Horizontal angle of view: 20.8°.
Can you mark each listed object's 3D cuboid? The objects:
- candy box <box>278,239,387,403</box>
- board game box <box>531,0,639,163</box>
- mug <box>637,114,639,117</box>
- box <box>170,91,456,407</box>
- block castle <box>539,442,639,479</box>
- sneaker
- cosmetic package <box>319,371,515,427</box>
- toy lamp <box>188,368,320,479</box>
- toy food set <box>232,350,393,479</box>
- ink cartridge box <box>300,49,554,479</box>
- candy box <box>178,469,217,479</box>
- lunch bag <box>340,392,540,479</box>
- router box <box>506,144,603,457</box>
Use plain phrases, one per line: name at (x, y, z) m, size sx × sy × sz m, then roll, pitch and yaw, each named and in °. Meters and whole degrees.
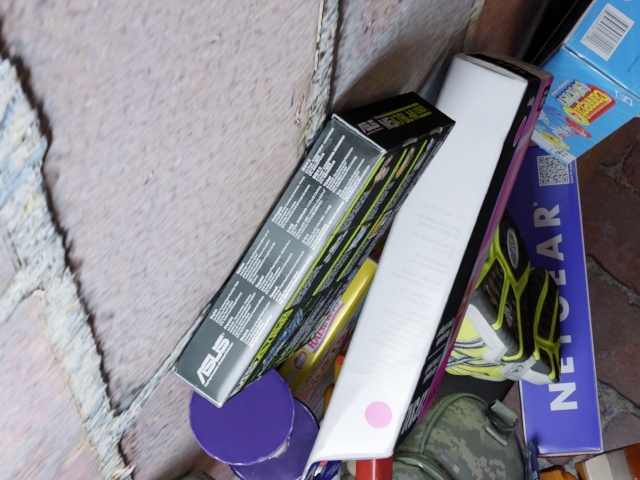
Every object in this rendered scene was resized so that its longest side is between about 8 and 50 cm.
candy box at (-0.003, 0.093, 1.459) m, size 0.206 × 0.027 × 0.105 m, roll -57°, pitch 168°, yaw 13°
board game box at (0.297, -0.231, 1.516) m, size 0.308 × 0.086 × 0.302 m, roll -54°, pitch 179°, yaw -7°
mug at (0.427, -0.245, 2.208) m, size 0.150 × 0.113 × 0.169 m, roll -58°, pitch 174°, yaw 26°
box at (0.000, 0.000, 1.090) m, size 0.191 × 0.045 × 0.184 m, roll -57°, pitch 168°, yaw 18°
block castle at (0.351, 0.345, 2.001) m, size 0.453 × 0.213 × 0.303 m, roll -15°, pitch 172°, yaw -7°
sneaker at (0.129, 0.063, 1.655) m, size 0.385 × 0.147 × 0.145 m, roll 50°, pitch 38°, yaw -62°
cosmetic package at (0.101, 0.199, 1.982) m, size 0.151 × 0.151 × 0.183 m, roll -59°, pitch 170°, yaw 27°
toy lamp at (-0.041, 0.140, 1.266) m, size 0.080 × 0.080 × 0.275 m, roll -54°, pitch 171°, yaw -6°
toy food set at (0.004, 0.176, 1.590) m, size 0.232 × 0.111 × 0.104 m, roll -15°, pitch 109°, yaw -61°
ink cartridge box at (0.075, 0.040, 1.304) m, size 0.176 × 0.069 × 0.371 m, roll -29°, pitch 141°, yaw -75°
candy box at (-0.123, 0.235, 1.271) m, size 0.109 × 0.053 × 0.186 m, roll -56°, pitch 169°, yaw 7°
lunch bag at (0.061, 0.303, 1.783) m, size 0.305 × 0.212 × 0.256 m, roll -31°, pitch -157°, yaw 32°
router box at (0.258, 0.079, 1.977) m, size 0.301 × 0.082 × 0.335 m, roll 45°, pitch 41°, yaw -81°
